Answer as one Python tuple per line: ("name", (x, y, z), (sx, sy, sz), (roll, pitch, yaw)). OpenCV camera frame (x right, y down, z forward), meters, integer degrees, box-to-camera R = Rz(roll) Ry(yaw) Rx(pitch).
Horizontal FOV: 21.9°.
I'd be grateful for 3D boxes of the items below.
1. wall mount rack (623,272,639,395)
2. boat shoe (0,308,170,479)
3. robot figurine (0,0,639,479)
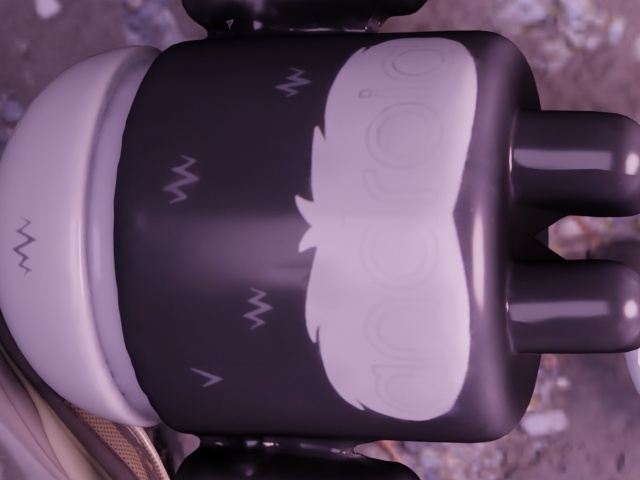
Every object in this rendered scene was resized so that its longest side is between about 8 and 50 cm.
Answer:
("wall mount rack", (0.294, 0.087, 0.643), (0.350, 0.130, 0.304), (-7, 98, 18))
("boat shoe", (-0.185, 0.053, 0.773), (0.132, 0.130, 0.355), (-29, 98, 12))
("robot figurine", (0.001, -0.002, 0.694), (0.278, 0.209, 0.173), (0, 137, 16))
